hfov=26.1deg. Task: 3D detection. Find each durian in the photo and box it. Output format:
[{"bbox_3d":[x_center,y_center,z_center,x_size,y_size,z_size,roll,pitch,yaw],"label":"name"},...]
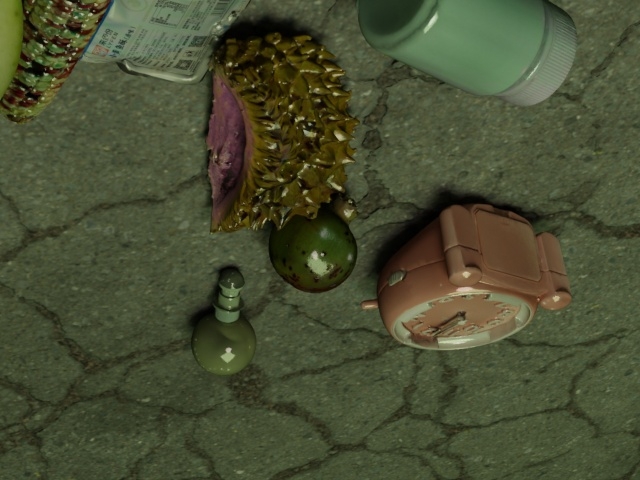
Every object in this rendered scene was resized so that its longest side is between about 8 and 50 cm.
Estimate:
[{"bbox_3d":[-0.036,-0.110,1.602,0.191,0.112,0.341,-7,143,-12],"label":"durian"}]

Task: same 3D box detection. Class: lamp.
[{"bbox_3d":[-0.128,0.108,1.885,0.091,0.091,0.163,-3,127,-18],"label":"lamp"}]

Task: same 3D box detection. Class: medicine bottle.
[{"bbox_3d":[0.161,-0.236,1.493,0.225,0.139,0.139,18,132,-38],"label":"medicine bottle"}]

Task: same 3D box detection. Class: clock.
[{"bbox_3d":[0.185,0.059,1.904,0.227,0.142,0.241,14,143,-34],"label":"clock"}]

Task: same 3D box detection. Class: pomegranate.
[{"bbox_3d":[-0.003,0.007,1.764,0.130,0.130,0.130,-11,143,-8],"label":"pomegranate"}]

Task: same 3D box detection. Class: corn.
[{"bbox_3d":[-0.272,-0.218,1.394,0.086,0.086,0.253,7,140,-29],"label":"corn"}]

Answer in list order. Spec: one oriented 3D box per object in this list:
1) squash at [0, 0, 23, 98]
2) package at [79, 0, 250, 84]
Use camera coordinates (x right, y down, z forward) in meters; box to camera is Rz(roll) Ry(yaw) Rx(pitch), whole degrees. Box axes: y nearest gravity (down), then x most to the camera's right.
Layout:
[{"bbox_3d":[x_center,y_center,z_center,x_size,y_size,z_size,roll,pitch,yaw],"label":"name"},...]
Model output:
[{"bbox_3d":[-0.398,-0.196,1.281,0.252,0.049,0.252,-19,118,-39],"label":"squash"},{"bbox_3d":[-0.171,-0.236,1.459,0.173,0.027,0.171,9,140,-30],"label":"package"}]
